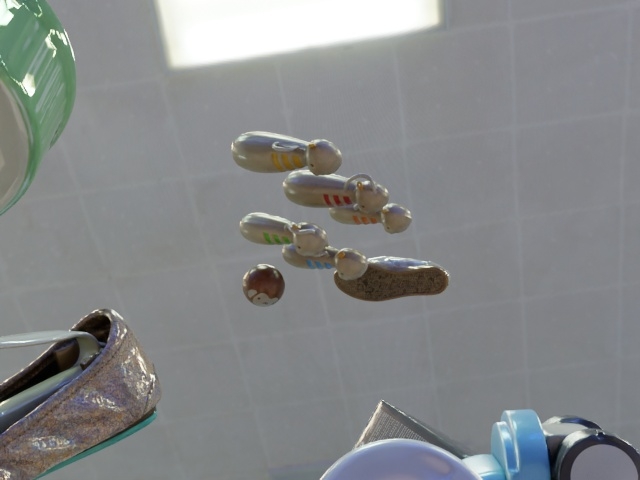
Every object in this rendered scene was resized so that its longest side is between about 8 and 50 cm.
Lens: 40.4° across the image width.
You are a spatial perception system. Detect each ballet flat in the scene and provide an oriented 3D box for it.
[{"bbox_3d":[-0.242,0.130,0.566,0.107,0.316,0.106,1,-70,37],"label":"ballet flat"}]

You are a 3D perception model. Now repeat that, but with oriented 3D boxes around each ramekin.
[{"bbox_3d":[-0.418,-0.150,0.901,0.303,0.148,0.303,-2,-51,-3],"label":"ramekin"}]

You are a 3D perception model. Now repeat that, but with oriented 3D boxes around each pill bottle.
[{"bbox_3d":[0.052,0.291,0.758,0.161,0.161,0.283,2,-31,-5],"label":"pill bottle"}]

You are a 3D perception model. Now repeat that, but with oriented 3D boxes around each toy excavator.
[{"bbox_3d":[0.179,0.442,1.131,0.445,0.222,0.433,-3,-94,6],"label":"toy excavator"}]

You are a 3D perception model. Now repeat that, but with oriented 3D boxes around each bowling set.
[{"bbox_3d":[0.000,0.000,1.096,0.154,0.200,0.287,10,-9,38],"label":"bowling set"}]

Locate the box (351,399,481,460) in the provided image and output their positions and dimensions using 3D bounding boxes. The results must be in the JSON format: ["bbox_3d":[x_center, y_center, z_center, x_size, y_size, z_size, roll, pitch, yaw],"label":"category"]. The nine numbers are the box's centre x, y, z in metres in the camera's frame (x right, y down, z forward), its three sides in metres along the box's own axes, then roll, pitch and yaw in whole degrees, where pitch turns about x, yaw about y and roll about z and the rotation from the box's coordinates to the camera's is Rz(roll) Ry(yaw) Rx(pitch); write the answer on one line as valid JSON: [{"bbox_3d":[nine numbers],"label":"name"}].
[{"bbox_3d":[0.251,0.503,1.666,0.293,0.395,0.212,32,-97,-17],"label":"box"}]

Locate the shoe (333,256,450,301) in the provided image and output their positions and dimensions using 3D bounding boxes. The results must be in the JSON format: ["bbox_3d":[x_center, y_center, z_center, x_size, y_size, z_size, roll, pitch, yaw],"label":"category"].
[{"bbox_3d":[0.133,0.070,1.604,0.219,0.058,0.077,1,-72,20],"label":"shoe"}]
